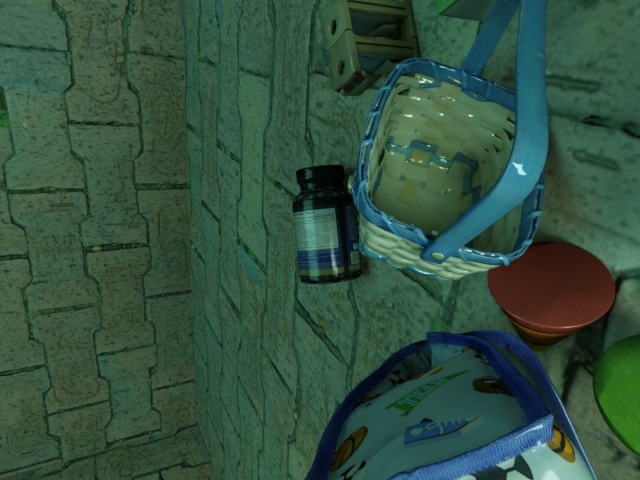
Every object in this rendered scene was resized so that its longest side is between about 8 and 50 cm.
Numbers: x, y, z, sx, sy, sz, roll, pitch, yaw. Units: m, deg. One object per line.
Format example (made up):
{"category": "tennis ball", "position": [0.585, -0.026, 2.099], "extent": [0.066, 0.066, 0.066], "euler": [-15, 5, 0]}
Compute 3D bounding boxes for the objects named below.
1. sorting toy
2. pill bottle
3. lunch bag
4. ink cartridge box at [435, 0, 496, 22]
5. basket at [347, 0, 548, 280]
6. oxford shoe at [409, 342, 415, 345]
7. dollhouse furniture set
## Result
{"category": "sorting toy", "position": [0.297, 0.155, 0.440], "extent": [0.365, 0.127, 0.126], "euler": [-124, 14, -46]}
{"category": "pill bottle", "position": [0.010, -0.031, 0.914], "extent": [0.122, 0.122, 0.219], "euler": [-4, 92, 63]}
{"category": "lunch bag", "position": [0.165, 0.278, 0.464], "extent": [0.328, 0.238, 0.385], "euler": [66, -172, 6]}
{"category": "ink cartridge box", "position": [0.189, -0.380, 0.510], "extent": [0.154, 0.093, 0.213], "euler": [-15, 81, 64]}
{"category": "basket", "position": [0.142, -0.090, 0.491], "extent": [0.289, 0.201, 0.255], "euler": [119, 169, -61]}
{"category": "oxford shoe", "position": [0.155, 0.334, 0.764], "extent": [0.130, 0.123, 0.348], "euler": [17, 112, 33]}
{"category": "dollhouse furniture set", "position": [0.052, -0.283, 0.762], "extent": [0.183, 0.129, 0.129], "euler": [-19, 79, 62]}
